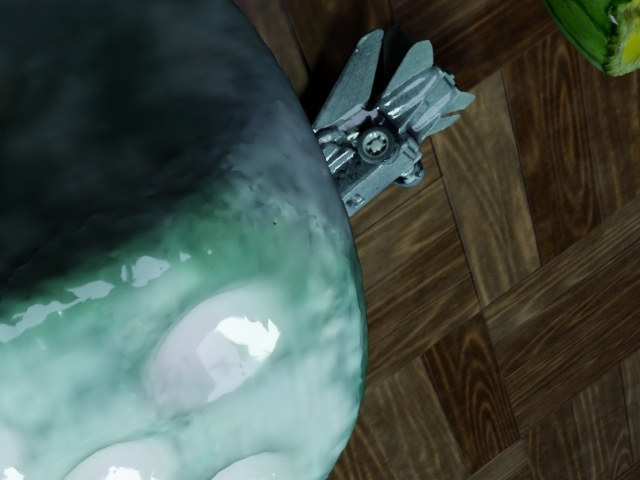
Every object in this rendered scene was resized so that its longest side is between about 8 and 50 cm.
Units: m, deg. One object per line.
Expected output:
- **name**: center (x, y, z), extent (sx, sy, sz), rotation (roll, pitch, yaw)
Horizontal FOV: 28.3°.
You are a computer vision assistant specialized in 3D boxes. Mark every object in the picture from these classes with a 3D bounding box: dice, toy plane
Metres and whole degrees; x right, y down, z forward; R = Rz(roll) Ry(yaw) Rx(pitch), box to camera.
- **dice**: center (-0.186, 0.033, 0.732), extent (0.330, 0.328, 0.348), rotation (-26, 142, -18)
- **toy plane**: center (0.004, -0.049, 1.019), extent (0.267, 0.088, 0.212), rotation (-44, 155, 7)

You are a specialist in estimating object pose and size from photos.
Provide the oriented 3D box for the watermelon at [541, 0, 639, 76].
- **watermelon**: center (0.237, -0.287, 0.888), extent (0.331, 0.189, 0.330), rotation (-46, 159, -24)
